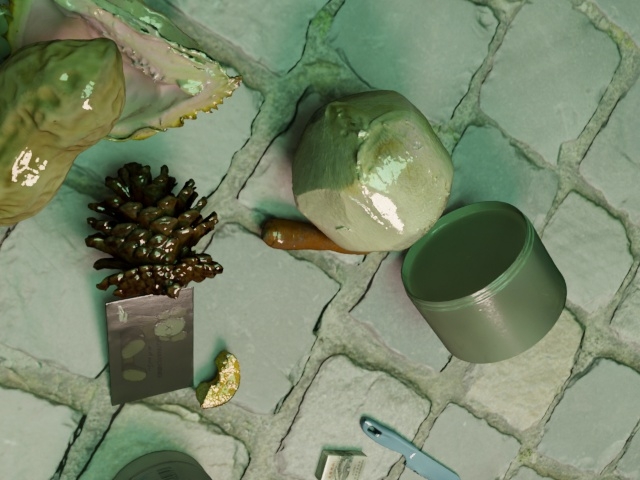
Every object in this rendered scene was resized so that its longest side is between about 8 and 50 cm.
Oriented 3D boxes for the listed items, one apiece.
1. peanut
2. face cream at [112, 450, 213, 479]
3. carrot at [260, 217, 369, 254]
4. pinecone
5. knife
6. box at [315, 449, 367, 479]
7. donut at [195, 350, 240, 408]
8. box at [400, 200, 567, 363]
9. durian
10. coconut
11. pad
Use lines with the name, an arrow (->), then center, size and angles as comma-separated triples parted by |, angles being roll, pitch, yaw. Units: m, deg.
peanut -> -0.333, -0.125, 0.985 | 0.140, 0.325, 0.153 | 39, 41, -21
face cream -> -0.224, 0.428, 1.281 | 0.177, 0.153, 0.177 | -10, 111, -26
carrot -> 0.000, 0.000, 1.329 | 0.216, 0.048, 0.048 | 9, 102, -36
pinecone -> -0.224, -0.009, 1.137 | 0.179, 0.150, 0.195 | -16, 113, -4
knife -> 0.172, 0.399, 1.565 | 0.313, 0.019, 0.044 | 38, 94, -32
box -> 0.037, 0.393, 1.485 | 0.083, 0.024, 0.054 | 10, 102, -30
donut -> -0.159, 0.210, 1.313 | 0.067, 0.038, 0.083 | -7, 104, -24
box -> 0.261, 0.064, 1.378 | 0.226, 0.226, 0.149 | -43, 121, -10
durian -> -0.277, -0.218, 1.052 | 0.305, 0.185, 0.195 | 25, 112, -24
coconut -> 0.066, -0.103, 1.228 | 0.230, 0.227, 0.227 | 42, 84, -33
pad -> -0.244, 0.155, 1.242 | 0.127, 0.004, 0.190 | -11, 126, -24
